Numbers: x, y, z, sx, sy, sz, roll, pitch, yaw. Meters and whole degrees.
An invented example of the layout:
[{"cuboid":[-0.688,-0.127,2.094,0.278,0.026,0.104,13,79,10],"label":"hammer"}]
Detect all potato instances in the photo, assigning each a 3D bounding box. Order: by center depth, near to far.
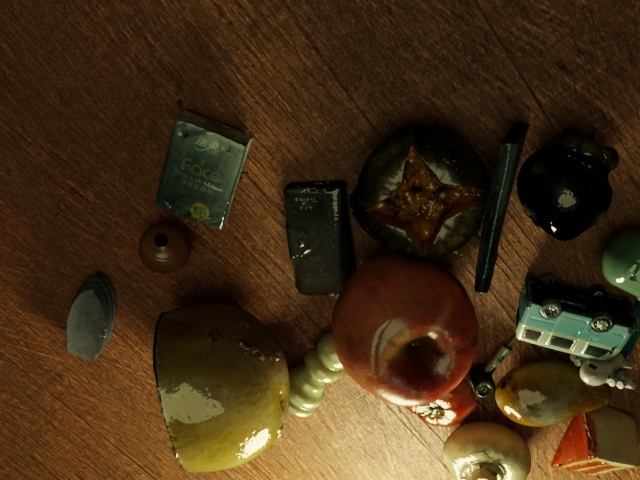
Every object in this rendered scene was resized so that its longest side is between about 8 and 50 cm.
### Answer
[{"cuboid":[-0.240,0.382,1.962,0.320,0.385,0.441,-7,109,2],"label":"potato"}]

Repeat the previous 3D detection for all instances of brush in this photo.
[{"cuboid":[0.811,0.227,1.880,0.032,0.043,0.193,-12,129,-21],"label":"brush"}]

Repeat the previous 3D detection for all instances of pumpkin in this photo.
[{"cuboid":[0.236,-0.108,1.691,0.321,0.192,0.320,3,110,8],"label":"pumpkin"}]

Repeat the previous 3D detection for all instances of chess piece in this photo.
[{"cuboid":[-0.006,0.357,2.040,0.144,0.144,0.251,34,114,-10],"label":"chess piece"}]

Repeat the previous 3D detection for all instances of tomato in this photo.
[{"cuboid":[0.313,0.432,2.006,0.225,0.085,0.224,19,132,22],"label":"tomato"}]

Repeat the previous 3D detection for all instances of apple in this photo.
[{"cuboid":[0.200,0.207,1.806,0.364,0.364,0.363,4,119,7],"label":"apple"}]

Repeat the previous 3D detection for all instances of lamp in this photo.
[{"cuboid":[-0.406,0.020,1.912,0.137,0.136,0.136,4,119,7],"label":"lamp"}]

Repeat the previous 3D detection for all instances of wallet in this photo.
[{"cuboid":[0.411,-0.074,1.689,0.046,0.190,0.378,15,119,18],"label":"wallet"},{"cuboid":[0.000,0.000,1.885,0.173,0.045,0.317,-3,117,9],"label":"wallet"}]

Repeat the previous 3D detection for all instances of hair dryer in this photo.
[{"cuboid":[0.475,0.324,1.969,0.057,0.100,0.197,30,104,-8],"label":"hair dryer"}]

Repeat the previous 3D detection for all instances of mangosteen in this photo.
[{"cuboid":[0.549,-0.129,1.623,0.243,0.243,0.242,4,119,7],"label":"mangosteen"}]

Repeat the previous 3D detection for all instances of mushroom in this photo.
[{"cuboid":[0.464,0.630,2.071,0.246,0.202,0.246,9,120,17],"label":"mushroom"}]

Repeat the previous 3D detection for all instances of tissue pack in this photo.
[{"cuboid":[-0.292,-0.173,1.817,0.186,0.081,0.257,20,121,-2],"label":"tissue pack"}]

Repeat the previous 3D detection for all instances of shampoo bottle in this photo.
[{"cuboid":[0.832,0.095,1.738,0.350,0.151,0.221,27,115,-5],"label":"shampoo bottle"}]

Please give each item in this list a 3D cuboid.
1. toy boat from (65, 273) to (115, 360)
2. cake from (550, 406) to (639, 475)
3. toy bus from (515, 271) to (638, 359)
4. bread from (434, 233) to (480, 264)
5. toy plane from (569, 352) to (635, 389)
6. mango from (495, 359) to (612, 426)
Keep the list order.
[{"cuboid":[-0.657,0.219,2.099,0.127,0.078,0.282,21,121,1],"label":"toy boat"},{"cuboid":[0.763,0.606,2.029,0.158,0.159,0.261,12,122,-1],"label":"cake"},{"cuboid":[0.632,0.202,1.843,0.272,0.133,0.164,15,125,4],"label":"toy bus"},{"cuboid":[0.335,0.010,1.829,0.132,0.053,0.074,-28,111,24],"label":"bread"},{"cuboid":[0.725,0.328,1.877,0.174,0.174,0.080,10,114,4],"label":"toy plane"},{"cuboid":[0.625,0.409,1.954,0.317,0.146,0.192,1,123,-2],"label":"mango"}]
